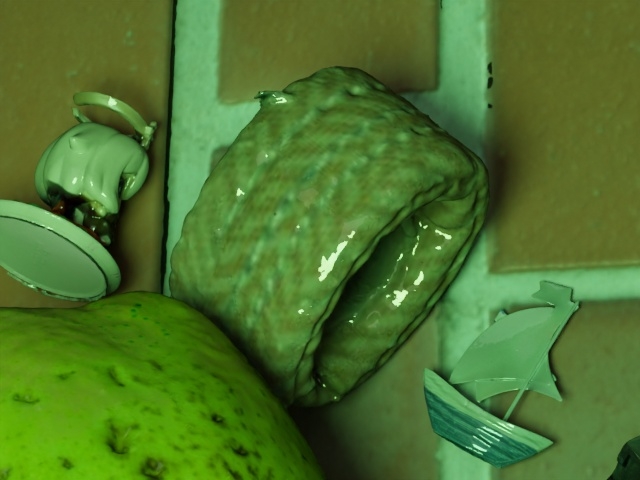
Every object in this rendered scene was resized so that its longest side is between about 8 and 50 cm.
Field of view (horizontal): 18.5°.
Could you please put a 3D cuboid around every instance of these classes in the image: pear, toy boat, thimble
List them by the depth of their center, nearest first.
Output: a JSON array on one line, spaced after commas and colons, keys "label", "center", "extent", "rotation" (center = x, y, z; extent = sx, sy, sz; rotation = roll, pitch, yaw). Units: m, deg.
[{"label": "pear", "center": [-0.169, 0.210, 1.306], "extent": [0.391, 0.391, 0.391], "rotation": [-5, 68, 12]}, {"label": "thimble", "center": [0.005, -0.003, 1.433], "extent": [0.148, 0.196, 0.229], "rotation": [40, 111, 26]}, {"label": "toy boat", "center": [0.129, 0.093, 1.447], "extent": [0.105, 0.034, 0.149], "rotation": [7, 72, 14]}]

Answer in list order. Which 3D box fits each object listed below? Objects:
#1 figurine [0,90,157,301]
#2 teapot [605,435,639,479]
[{"label": "figurine", "center": [-0.192, -0.047, 1.544], "extent": [0.132, 0.132, 0.154], "rotation": [14, 61, 18]}, {"label": "teapot", "center": [0.274, 0.182, 1.357], "extent": [0.096, 0.087, 0.177], "rotation": [-28, 63, -23]}]
